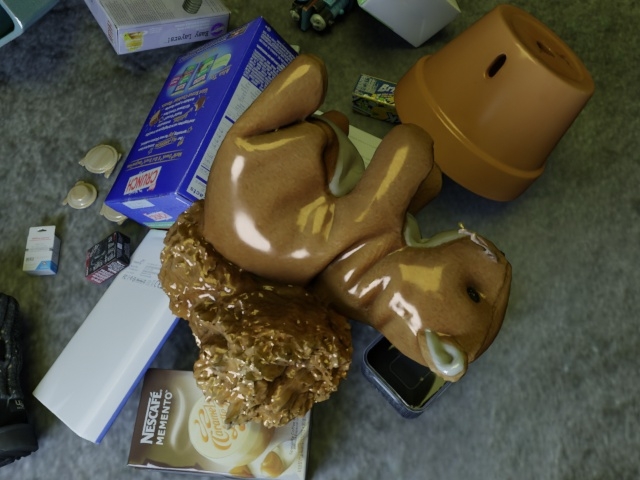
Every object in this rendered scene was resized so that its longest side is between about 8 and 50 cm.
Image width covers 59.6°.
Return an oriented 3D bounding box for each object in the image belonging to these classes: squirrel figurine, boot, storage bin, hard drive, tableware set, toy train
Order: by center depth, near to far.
[{"bbox_3d":[0.017,0.045,0.686,0.370,0.281,0.397,44,87,6],"label":"squirrel figurine"},{"bbox_3d":[-0.605,0.244,0.828,0.348,0.131,0.260,-19,70,-14],"label":"boot"},{"bbox_3d":[-0.297,0.126,0.862,0.210,0.040,0.319,6,58,47],"label":"hard drive"},{"bbox_3d":[0.161,0.173,0.867,0.180,0.084,0.122,-41,71,-15],"label":"storage bin"},{"bbox_3d":[-0.392,-0.106,1.044,0.168,0.020,0.141,21,66,12],"label":"tableware set"},{"bbox_3d":[0.016,-0.522,1.193,0.105,0.080,0.184,35,71,10],"label":"toy train"}]

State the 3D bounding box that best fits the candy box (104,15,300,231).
[{"bbox_3d":[-0.194,-0.176,0.924,0.268,0.122,0.317,1,63,48],"label":"candy box"}]

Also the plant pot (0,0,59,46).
[{"bbox_3d":[-0.654,-0.528,1.097,0.247,0.248,0.252,-12,35,31],"label":"plant pot"}]

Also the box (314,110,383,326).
[{"bbox_3d":[0.000,0.000,0.904,0.215,0.168,0.345,27,69,12],"label":"box"}]

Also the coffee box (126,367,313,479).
[{"bbox_3d":[-0.137,0.274,0.820,0.246,0.098,0.141,3,65,3],"label":"coffee box"}]

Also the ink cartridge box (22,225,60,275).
[{"bbox_3d":[-0.489,0.018,0.984,0.048,0.028,0.083,-4,66,0],"label":"ink cartridge box"}]

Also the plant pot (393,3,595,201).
[{"bbox_3d":[0.295,-0.240,0.917,0.291,0.203,0.291,20,45,-22],"label":"plant pot"}]

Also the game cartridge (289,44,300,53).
[{"bbox_3d":[-0.087,-0.384,1.165,0.083,0.017,0.056,5,69,4],"label":"game cartridge"}]

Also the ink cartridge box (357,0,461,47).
[{"bbox_3d":[0.135,-0.597,1.144,0.119,0.207,0.353,-33,61,34],"label":"ink cartridge box"}]

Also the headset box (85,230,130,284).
[{"bbox_3d":[-0.365,0.031,0.952,0.083,0.032,0.062,-31,49,20],"label":"headset box"}]

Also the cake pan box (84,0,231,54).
[{"bbox_3d":[-0.359,-0.514,1.165,0.246,0.070,0.267,-23,66,-32],"label":"cake pan box"}]

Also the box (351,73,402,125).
[{"bbox_3d":[0.147,-0.263,1.079,0.169,0.059,0.054,19,69,10],"label":"box"}]
